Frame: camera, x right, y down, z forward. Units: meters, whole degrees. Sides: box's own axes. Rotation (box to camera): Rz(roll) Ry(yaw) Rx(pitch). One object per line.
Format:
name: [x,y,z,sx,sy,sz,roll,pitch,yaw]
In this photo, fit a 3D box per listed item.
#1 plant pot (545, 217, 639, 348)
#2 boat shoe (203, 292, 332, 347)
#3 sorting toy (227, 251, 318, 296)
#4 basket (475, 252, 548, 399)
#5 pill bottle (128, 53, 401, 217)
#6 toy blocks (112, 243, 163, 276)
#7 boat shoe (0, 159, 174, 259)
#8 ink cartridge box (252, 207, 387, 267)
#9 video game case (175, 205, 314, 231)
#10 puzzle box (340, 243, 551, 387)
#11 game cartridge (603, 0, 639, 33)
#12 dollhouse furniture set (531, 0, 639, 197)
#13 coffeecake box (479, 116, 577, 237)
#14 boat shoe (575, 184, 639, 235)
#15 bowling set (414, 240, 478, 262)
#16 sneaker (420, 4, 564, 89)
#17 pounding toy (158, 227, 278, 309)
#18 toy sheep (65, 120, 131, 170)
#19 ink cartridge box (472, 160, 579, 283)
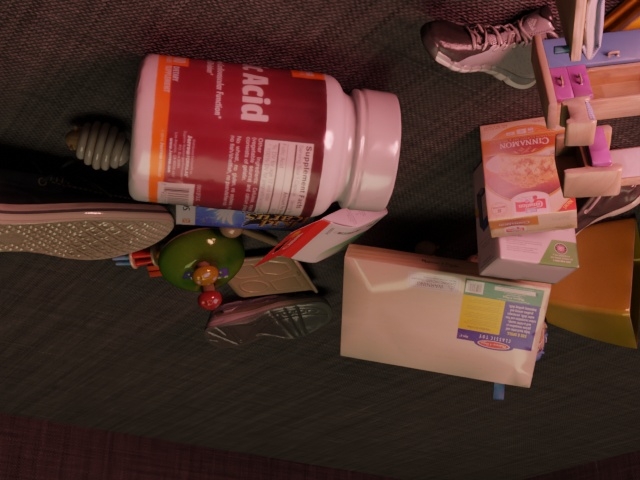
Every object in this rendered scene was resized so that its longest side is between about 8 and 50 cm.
plant pot: [0.564,0.090,1.948,0.187,0.212,0.212,1,155,24]
boat shoe: [-0.127,0.176,2.244,0.320,0.103,0.118,-15,131,16]
sorting toy: [-0.125,0.073,2.095,0.208,0.038,0.193,-3,153,16]
basket: [0.398,0.175,2.062,0.200,0.255,0.289,-3,135,11]
pill bottle: [-0.087,-0.154,1.430,0.391,0.224,0.224,5,153,-9]
toy blocks: [-0.362,0.048,2.020,0.148,0.054,0.123,-6,152,12]
boat shoe: [-0.503,-0.065,1.701,0.499,0.156,0.187,3,151,-31]
ink cartridge box: [0.000,0.000,1.800,0.224,0.056,0.181,-28,172,-36]
video game case: [-0.133,-0.099,1.720,0.269,0.061,0.244,3,154,-7]
puzzle box: [0.246,0.156,1.899,0.408,0.052,0.272,9,127,9]
game cartridge: [0.579,-0.298,1.342,0.323,0.053,0.285,11,151,-26]
dollhouse furniture set: [0.372,-0.262,1.114,0.198,0.287,0.303,-7,142,6]
coffeecake box: [0.346,-0.108,1.560,0.142,0.186,0.068,-7,153,13]
boat shoe: [0.460,-0.057,1.758,0.095,0.112,0.335,24,140,-24]
bowling set: [0.199,0.061,1.986,0.287,0.154,0.200,-21,128,38]
sneaker: [0.258,-0.296,1.320,0.228,0.086,0.132,7,149,-35]
pounding toy: [-0.215,0.059,1.916,0.236,0.110,0.183,-31,142,18]
toy sheep: [-0.367,-0.159,1.579,0.132,0.091,0.091,11,152,-9]
ink cartridge box: [0.364,-0.041,1.666,0.154,0.213,0.093,6,156,-14]
